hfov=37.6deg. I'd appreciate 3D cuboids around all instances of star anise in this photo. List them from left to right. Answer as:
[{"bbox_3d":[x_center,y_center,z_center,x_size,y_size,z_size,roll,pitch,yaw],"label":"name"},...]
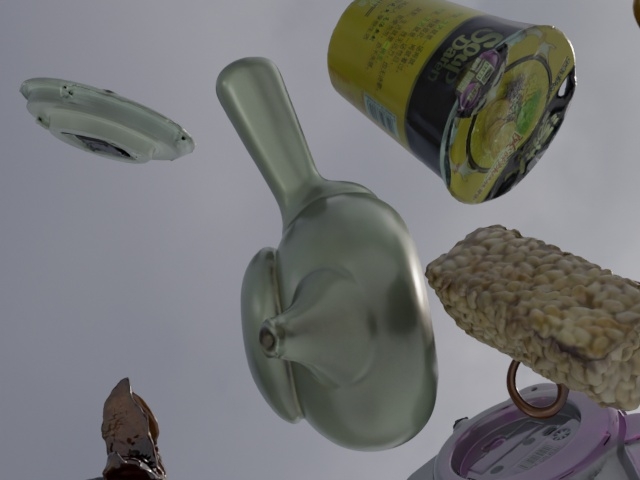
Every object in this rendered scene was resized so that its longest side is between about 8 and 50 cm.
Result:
[{"bbox_3d":[-0.186,0.215,0.802,0.144,0.158,0.140,-15,-29,11],"label":"star anise"}]

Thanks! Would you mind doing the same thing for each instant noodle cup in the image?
[{"bbox_3d":[0.134,-0.183,1.071,0.215,0.236,0.216,-29,-42,-30],"label":"instant noodle cup"}]

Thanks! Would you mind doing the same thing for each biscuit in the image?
[{"bbox_3d":[0.144,0.047,0.602,0.082,0.168,0.070,-41,-55,-16],"label":"biscuit"}]

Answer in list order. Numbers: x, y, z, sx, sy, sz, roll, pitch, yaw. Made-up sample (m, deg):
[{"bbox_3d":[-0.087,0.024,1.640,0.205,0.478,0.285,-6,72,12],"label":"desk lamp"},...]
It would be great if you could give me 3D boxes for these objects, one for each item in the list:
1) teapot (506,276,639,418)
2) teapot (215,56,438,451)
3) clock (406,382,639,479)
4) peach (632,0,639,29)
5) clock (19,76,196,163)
[{"bbox_3d":[0.244,0.094,0.871,0.173,0.116,0.116,-49,-56,-2],"label":"teapot"},{"bbox_3d":[0.003,0.017,0.779,0.149,0.318,0.220,-10,-39,0],"label":"teapot"},{"bbox_3d":[0.219,0.235,0.956,0.227,0.248,0.090,-33,-81,-20],"label":"clock"},{"bbox_3d":[0.353,-0.217,0.834,0.138,0.138,0.138,-11,-63,-22],"label":"peach"},{"bbox_3d":[-0.283,-0.143,1.233,0.236,0.236,0.053,25,-103,-33],"label":"clock"}]
